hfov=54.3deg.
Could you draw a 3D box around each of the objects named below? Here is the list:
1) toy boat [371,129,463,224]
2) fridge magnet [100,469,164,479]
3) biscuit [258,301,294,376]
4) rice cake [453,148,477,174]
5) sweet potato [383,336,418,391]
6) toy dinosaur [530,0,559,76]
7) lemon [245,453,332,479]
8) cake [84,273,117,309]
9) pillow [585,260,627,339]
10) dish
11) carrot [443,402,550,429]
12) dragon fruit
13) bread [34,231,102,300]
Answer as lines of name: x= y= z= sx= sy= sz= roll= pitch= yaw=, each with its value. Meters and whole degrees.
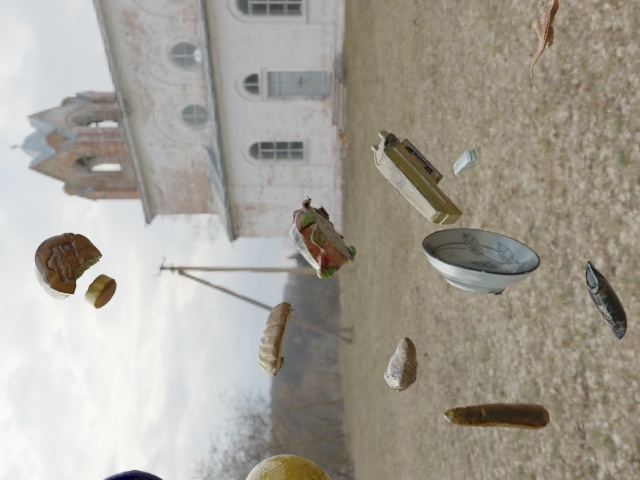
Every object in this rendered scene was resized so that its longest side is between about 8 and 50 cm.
toy boat: x=0.189 y=-0.122 z=1.208 sx=0.226 sy=0.088 sz=0.068 roll=47 pitch=145 yaw=11
fridge magnet: x=-0.523 y=0.753 z=1.707 sx=0.112 sy=0.266 sz=0.265 roll=-128 pitch=36 yaw=-71
biscuit: x=-0.113 y=0.238 z=1.506 sx=0.118 sy=0.061 sz=0.183 roll=20 pitch=-97 yaw=-84
rice cake: x=0.363 y=-0.197 z=1.573 sx=0.171 sy=0.029 sz=0.033 roll=85 pitch=169 yaw=-85
sweet potato: x=0.248 y=0.405 z=1.930 sx=0.341 sy=0.092 sz=0.114 roll=94 pitch=167 yaw=-60
toy dinosaur: x=0.573 y=-0.532 z=1.576 sx=0.142 sy=0.057 sz=0.212 roll=-26 pitch=-64 yaw=-81
lemon: x=-0.060 y=0.525 z=1.249 sx=0.244 sy=0.187 sz=0.186 roll=-13 pitch=70 yaw=42
cake: x=-0.520 y=0.121 z=1.481 sx=0.084 sy=0.044 sz=0.084 roll=-58 pitch=-7 yaw=-12
pillow: x=0.585 y=0.122 z=1.276 sx=0.150 sy=0.048 sz=0.090 roll=55 pitch=-171 yaw=-22
dish: x=0.429 y=0.069 z=1.707 sx=0.316 sy=0.317 sz=0.106 roll=-96 pitch=11 yaw=-68
carrot: x=0.424 y=0.427 z=1.515 sx=0.066 sy=0.314 sz=0.066 roll=-173 pitch=90 yaw=-66
dragon fruit: x=0.000 y=0.000 z=2.081 sx=0.295 sy=0.130 sz=0.268 roll=42 pitch=-164 yaw=-34
bread: x=-0.587 y=0.053 z=1.426 sx=0.086 sy=0.125 sz=0.156 roll=-46 pitch=16 yaw=48
